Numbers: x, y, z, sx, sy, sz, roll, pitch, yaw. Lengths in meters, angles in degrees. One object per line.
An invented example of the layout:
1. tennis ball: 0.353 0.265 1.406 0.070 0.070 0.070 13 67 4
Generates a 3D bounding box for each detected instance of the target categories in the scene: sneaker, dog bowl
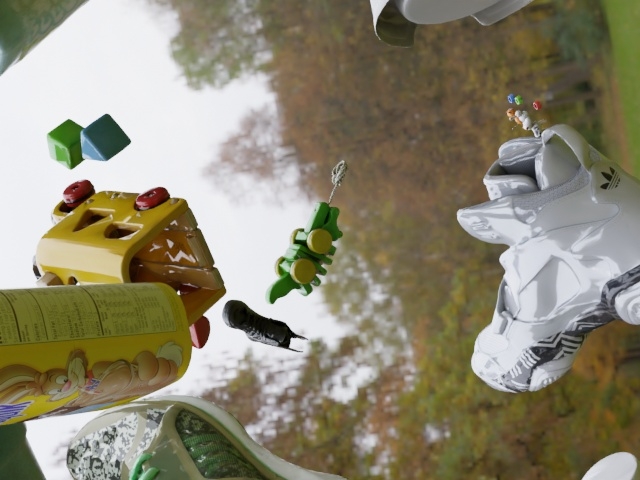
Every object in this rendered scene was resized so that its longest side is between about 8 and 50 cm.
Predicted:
1. sneaker: 0.223 0.019 1.200 0.210 0.366 0.137 40 -126 -4
2. sneaker: -0.127 0.249 1.066 0.182 0.410 0.158 -2 -80 -49
3. dog bowl: 0.225 -0.425 1.744 0.102 0.348 0.349 68 -168 12
4. sneaker: -0.096 0.150 1.996 0.170 0.089 0.051 46 -122 -55

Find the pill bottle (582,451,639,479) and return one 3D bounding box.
1. pill bottle: 0.489 0.429 1.680 0.246 0.136 0.136 49 -157 -13

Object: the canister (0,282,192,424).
1. canister: -0.174 0.068 0.670 0.170 0.126 0.073 0 -109 -50

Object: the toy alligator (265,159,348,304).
1. toy alligator: 0.000 0.000 1.331 0.051 0.056 0.190 36 -104 -25

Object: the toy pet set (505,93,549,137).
1. toy pet set: 0.334 -0.176 1.930 0.114 0.065 0.122 65 174 -16

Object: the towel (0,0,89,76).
1. towel: -0.298 -0.255 1.130 0.090 0.374 0.320 51 -124 -24

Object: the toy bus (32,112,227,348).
1. toy bus: -0.178 0.020 0.934 0.104 0.191 0.202 -43 -12 -35

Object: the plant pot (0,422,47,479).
1. plant pot: -0.451 0.374 1.399 0.334 0.341 0.341 63 -162 -12
